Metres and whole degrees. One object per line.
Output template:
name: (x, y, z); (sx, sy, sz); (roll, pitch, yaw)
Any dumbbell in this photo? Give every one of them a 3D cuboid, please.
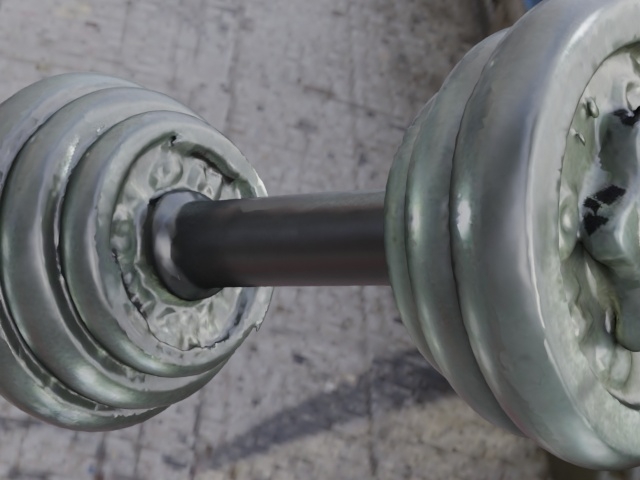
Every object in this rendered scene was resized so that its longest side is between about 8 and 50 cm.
dumbbell: (0.000, 0.000, 0.629); (0.406, 0.179, 0.179); (-2, 18, 40)
